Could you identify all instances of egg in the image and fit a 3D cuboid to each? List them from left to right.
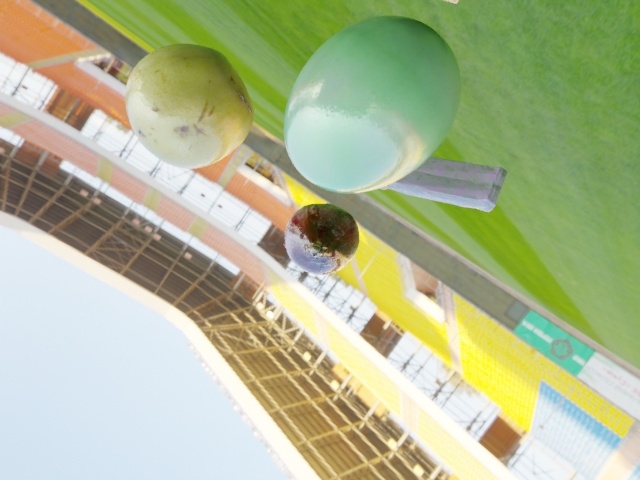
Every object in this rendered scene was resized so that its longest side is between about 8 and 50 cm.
[{"bbox_3d":[0.070,-0.189,0.714,0.220,0.270,0.220,53,-173,-10],"label":"egg"}]

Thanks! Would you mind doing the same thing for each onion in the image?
[{"bbox_3d":[0.000,0.000,1.008,0.160,0.159,0.195,35,-169,0],"label":"onion"}]

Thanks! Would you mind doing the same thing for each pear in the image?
[{"bbox_3d":[-0.317,-0.332,1.226,0.309,0.309,0.309,34,-175,-3],"label":"pear"}]

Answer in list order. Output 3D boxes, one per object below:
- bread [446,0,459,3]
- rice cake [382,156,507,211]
[{"bbox_3d":[0.292,-0.642,1.247,0.105,0.077,0.152,42,-131,10],"label":"bread"},{"bbox_3d":[0.271,-0.143,1.166,0.298,0.106,0.050,15,154,27],"label":"rice cake"}]
